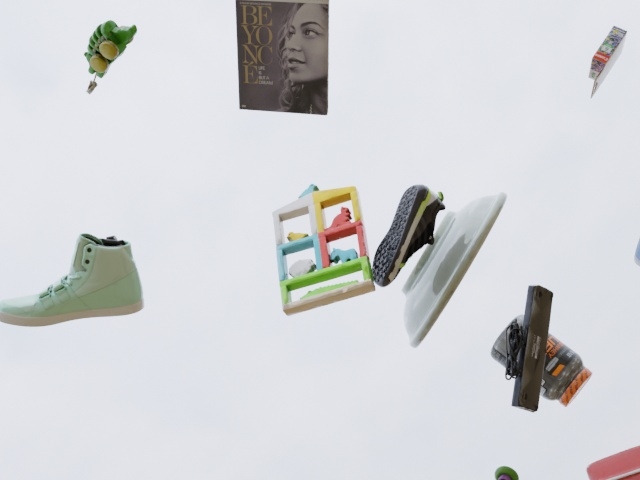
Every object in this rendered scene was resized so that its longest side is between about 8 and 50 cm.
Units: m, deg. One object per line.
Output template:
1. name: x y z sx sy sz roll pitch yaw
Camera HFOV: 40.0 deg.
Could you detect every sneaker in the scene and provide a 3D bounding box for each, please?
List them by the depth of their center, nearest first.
1. sneaker: -0.443 0.062 1.528 0.256 0.094 0.151 -7 -75 -11
2. sneaker: 0.189 -0.002 1.774 0.097 0.084 0.234 30 -99 -24

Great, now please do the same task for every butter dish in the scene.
1. butter dish: 0.511 0.381 1.321 0.118 0.159 0.160 -10 -21 -36

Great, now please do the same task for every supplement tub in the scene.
1. supplement tub: 0.460 0.251 1.829 0.117 0.190 0.117 -42 -24 -24

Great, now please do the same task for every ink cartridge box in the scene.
1. ink cartridge box: 0.489 -0.309 1.526 0.115 0.029 0.063 -54 -21 -14

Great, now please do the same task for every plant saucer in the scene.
1. plant saucer: 0.274 0.047 1.963 0.400 0.101 0.400 -57 -7 -12

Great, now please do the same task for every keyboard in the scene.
1. keyboard: 0.307 0.158 1.332 0.100 0.038 0.192 26 -110 -47

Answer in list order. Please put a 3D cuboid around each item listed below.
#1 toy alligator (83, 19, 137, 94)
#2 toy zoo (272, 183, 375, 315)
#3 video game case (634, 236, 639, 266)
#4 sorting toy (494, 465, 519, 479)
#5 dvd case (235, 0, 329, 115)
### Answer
1. toy alligator: -0.342 -0.291 1.364 0.051 0.190 0.056 42 -130 -13
2. toy zoo: 0.000 0.000 1.814 0.192 0.293 0.030 -17 -35 14
3. video game case: 0.407 0.004 0.682 0.036 0.329 0.299 -28 -40 -22
4. sorting toy: 0.378 0.519 1.816 0.042 0.061 0.101 -39 -35 -57
5. dvd case: -0.066 -0.331 1.545 0.165 0.018 0.221 5 -63 9
